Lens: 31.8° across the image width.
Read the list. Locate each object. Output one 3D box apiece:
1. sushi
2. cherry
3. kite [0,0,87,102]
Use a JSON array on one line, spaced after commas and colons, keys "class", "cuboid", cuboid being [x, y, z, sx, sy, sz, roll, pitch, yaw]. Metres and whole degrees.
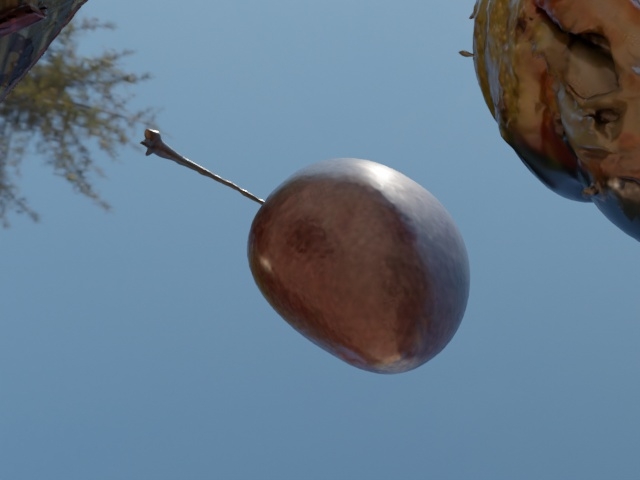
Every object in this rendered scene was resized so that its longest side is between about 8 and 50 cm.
[{"class": "sushi", "cuboid": [0.102, -0.075, 0.405, 0.103, 0.226, 0.097, -30, -72, 4]}, {"class": "cherry", "cuboid": [0.000, 0.006, 0.619, 0.115, 0.188, 0.148, -37, -143, 36]}, {"class": "kite", "cuboid": [-0.197, -0.068, 0.474, 0.012, 0.250, 0.229, 46, -40, 20]}]
